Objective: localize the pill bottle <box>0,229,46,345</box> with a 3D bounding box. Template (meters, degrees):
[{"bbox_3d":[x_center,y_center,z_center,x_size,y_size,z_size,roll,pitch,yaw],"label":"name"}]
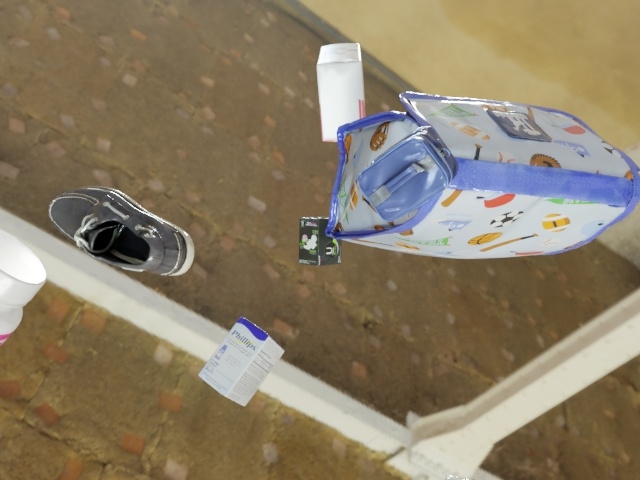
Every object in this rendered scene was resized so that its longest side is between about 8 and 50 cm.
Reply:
[{"bbox_3d":[-0.550,0.120,1.066,0.160,0.283,0.160,42,-173,-6],"label":"pill bottle"}]

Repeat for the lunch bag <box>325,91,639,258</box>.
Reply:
[{"bbox_3d":[0.225,-0.089,1.084,0.327,0.385,0.239,4,-89,-18],"label":"lunch bag"}]

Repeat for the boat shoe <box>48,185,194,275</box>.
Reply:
[{"bbox_3d":[-0.235,-0.014,0.792,0.206,0.075,0.065,20,-171,26],"label":"boat shoe"}]

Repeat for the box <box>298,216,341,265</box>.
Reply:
[{"bbox_3d":[0.000,0.000,1.282,0.062,0.052,0.083,-4,-82,-45],"label":"box"}]

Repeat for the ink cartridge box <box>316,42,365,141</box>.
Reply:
[{"bbox_3d":[0.044,-0.308,1.481,0.092,0.159,0.218,-2,-157,5],"label":"ink cartridge box"}]

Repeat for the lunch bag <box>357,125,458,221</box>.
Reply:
[{"bbox_3d":[0.092,-0.068,0.737,0.067,0.098,0.065,52,-148,-5],"label":"lunch bag"}]

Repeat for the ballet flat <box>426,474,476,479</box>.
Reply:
[{"bbox_3d":[0.244,0.503,1.430,0.068,0.213,0.072,66,-161,-3],"label":"ballet flat"}]

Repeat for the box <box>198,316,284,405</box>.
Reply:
[{"bbox_3d":[-0.148,0.232,1.374,0.072,0.137,0.126,32,168,21],"label":"box"}]
